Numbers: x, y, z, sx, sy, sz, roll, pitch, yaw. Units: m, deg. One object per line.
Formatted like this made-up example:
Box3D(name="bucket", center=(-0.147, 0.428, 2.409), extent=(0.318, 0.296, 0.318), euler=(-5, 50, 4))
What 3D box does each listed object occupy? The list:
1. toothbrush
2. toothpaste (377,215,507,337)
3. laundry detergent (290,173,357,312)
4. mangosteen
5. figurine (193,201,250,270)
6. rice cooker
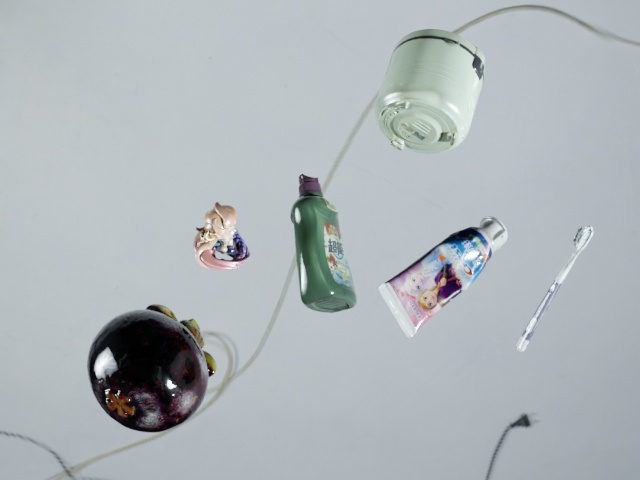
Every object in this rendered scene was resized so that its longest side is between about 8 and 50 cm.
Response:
Box3D(name="toothbrush", center=(0.448, 0.098, 1.319), extent=(0.026, 0.024, 0.288), euler=(8, 116, -31))
Box3D(name="toothpaste", center=(0.207, 0.047, 1.116), extent=(0.266, 0.061, 0.096), euler=(-34, 95, -30))
Box3D(name="laundry detergent", center=(0.000, 0.000, 1.101), extent=(0.078, 0.144, 0.222), euler=(-18, 69, 21))
Box3D(name="mangosteen", center=(-0.178, 0.134, 0.749), extent=(0.137, 0.151, 0.137), euler=(12, 120, 22))
Box3D(name="figurine", center=(-0.219, -0.009, 1.452), extent=(0.114, 0.126, 0.157), euler=(8, 136, 23))
Box3D(name="rice cooker", center=(0.237, -0.324, 1.481), extent=(0.226, 0.226, 0.244), euler=(20, 67, -7))
